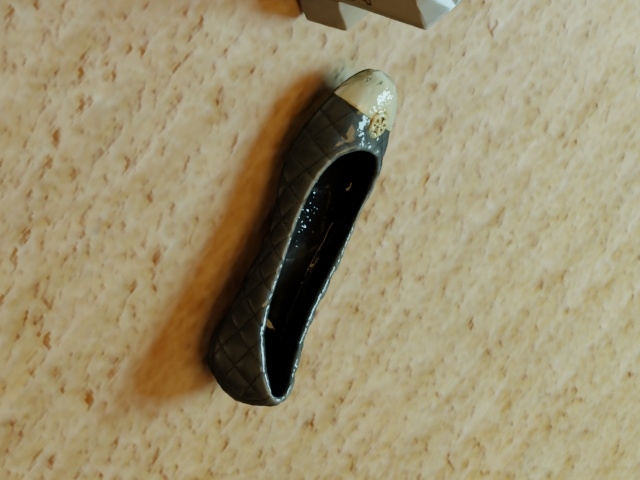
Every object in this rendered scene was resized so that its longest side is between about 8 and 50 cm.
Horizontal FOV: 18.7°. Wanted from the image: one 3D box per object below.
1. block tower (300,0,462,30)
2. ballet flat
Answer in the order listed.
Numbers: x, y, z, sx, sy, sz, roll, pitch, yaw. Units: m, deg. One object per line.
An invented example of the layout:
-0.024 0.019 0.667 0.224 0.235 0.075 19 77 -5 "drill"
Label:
0.006 -0.245 0.810 0.091 0.097 0.335 -40 132 -25 "block tower"
0.000 0.000 0.935 0.057 0.049 0.173 25 88 -48 "ballet flat"
